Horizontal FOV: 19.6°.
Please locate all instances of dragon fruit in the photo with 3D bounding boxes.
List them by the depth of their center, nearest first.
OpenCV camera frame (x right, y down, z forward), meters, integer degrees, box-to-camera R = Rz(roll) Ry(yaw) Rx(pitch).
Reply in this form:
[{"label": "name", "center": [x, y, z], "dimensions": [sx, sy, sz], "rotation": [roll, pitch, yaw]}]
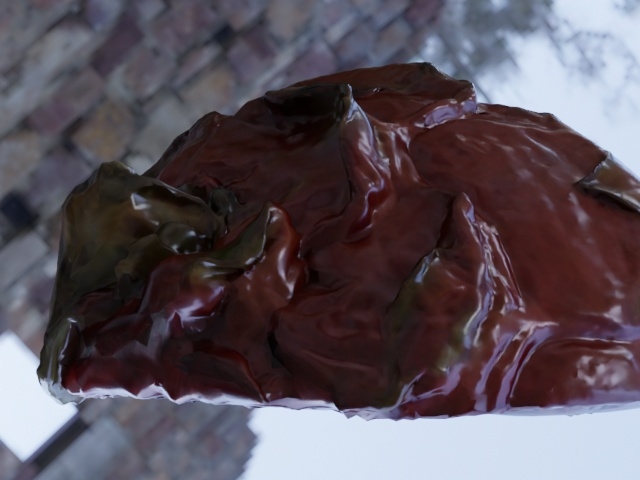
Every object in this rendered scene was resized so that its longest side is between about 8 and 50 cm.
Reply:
[{"label": "dragon fruit", "center": [0.000, 0.000, 0.398], "dimensions": [0.162, 0.083, 0.106], "rotation": [3, -179, 34]}]
